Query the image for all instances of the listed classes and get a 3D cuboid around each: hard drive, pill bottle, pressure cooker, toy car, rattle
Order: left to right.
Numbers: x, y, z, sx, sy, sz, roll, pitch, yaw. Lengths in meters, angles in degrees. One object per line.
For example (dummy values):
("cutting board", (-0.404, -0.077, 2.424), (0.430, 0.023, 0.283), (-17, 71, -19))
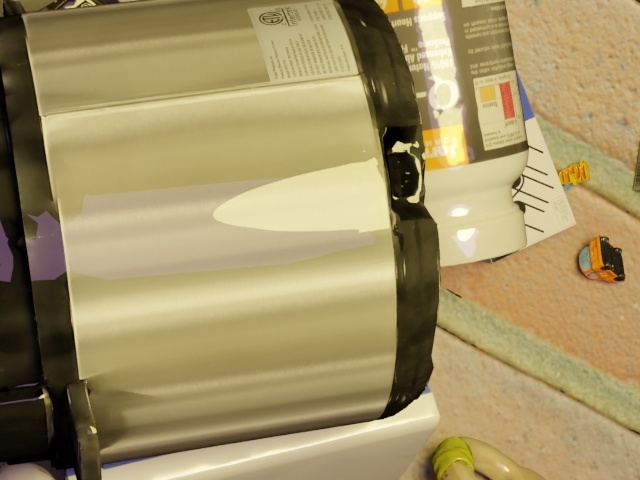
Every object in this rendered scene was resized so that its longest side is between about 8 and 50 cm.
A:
("pressure cooker", (-0.146, -0.014, 1.370), (0.420, 0.370, 0.375), (-8, 98, -12))
("hard drive", (-0.070, 0.210, 1.537), (0.319, 0.210, 0.040), (-12, 68, -15))
("pill bottle", (0.099, -0.121, 1.550), (0.162, 0.162, 0.278), (-11, 95, -15))
("rattle", (0.172, 0.279, 1.679), (0.200, 0.130, 0.142), (21, 97, -42))
("toy car", (0.267, -0.014, 1.721), (0.041, 0.060, 0.122), (-19, 77, 28))

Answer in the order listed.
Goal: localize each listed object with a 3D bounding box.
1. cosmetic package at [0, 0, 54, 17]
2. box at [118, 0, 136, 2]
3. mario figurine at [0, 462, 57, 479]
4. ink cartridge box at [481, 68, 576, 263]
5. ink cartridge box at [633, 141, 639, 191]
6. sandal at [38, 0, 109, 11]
("cosmetic package", (-0.345, -0.225, 1.402), (0.385, 0.217, 0.156), (-32, 90, -6))
("box", (-0.110, -0.226, 1.543), (0.102, 0.087, 0.101), (45, 110, -1))
("mario figurine", (-0.291, 0.280, 1.486), (0.170, 0.198, 0.320), (-14, 81, -7))
("ink cartridge box", (0.162, -0.091, 1.673), (0.097, 0.046, 0.207), (-25, 98, -15))
("ink cartridge box", (0.375, -0.072, 1.744), (0.115, 0.029, 0.062), (9, 89, -17))
("sandal", (-0.227, -0.205, 1.549), (0.219, 0.060, 0.090), (36, 86, -9))
